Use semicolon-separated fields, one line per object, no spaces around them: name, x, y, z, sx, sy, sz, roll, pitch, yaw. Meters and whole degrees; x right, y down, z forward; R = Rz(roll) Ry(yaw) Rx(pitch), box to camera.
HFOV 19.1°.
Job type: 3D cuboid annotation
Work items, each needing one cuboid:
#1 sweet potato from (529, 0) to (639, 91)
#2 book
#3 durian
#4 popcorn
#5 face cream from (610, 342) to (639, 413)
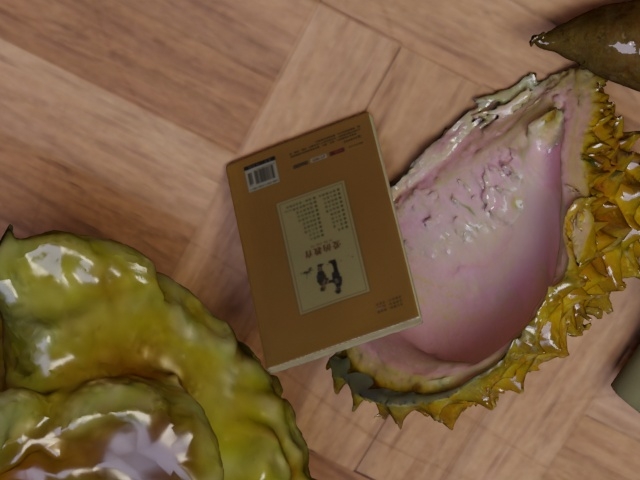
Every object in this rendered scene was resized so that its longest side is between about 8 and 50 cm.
sweet potato;0.281;-0.126;1.311;0.269;0.075;0.074;13;115;6
book;0.000;0.000;1.358;0.118;0.172;0.012;-20;152;14
durian;0.117;0.040;1.342;0.305;0.195;0.185;-32;114;15
popcorn;-0.159;0.170;1.390;0.335;0.274;0.279;41;139;-5
face cream;0.310;0.040;1.402;0.114;0.070;0.224;32;100;-13
